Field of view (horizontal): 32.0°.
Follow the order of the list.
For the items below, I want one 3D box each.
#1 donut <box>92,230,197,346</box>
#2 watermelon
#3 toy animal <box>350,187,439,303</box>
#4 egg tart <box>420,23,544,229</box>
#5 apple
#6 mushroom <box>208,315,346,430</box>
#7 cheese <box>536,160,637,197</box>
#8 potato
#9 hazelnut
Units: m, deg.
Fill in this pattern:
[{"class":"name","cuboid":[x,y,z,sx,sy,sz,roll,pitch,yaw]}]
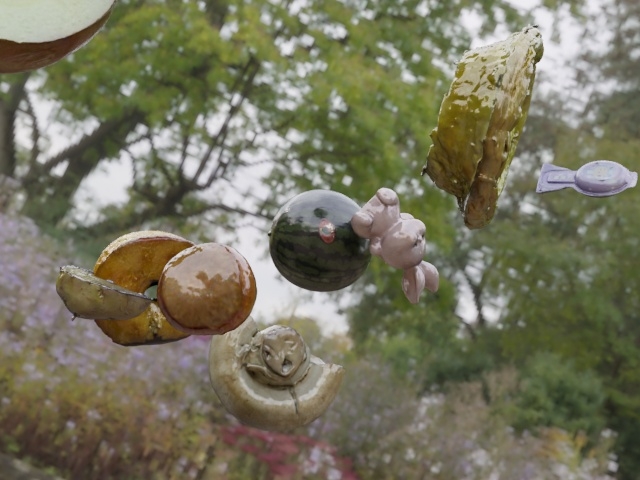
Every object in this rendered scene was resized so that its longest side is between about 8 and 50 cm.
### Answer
[{"class":"donut","cuboid":[-0.328,0.091,2.168,0.253,0.253,0.118,31,2,-35]},{"class":"watermelon","cuboid":[0.000,0.000,2.209,0.212,0.212,0.212,23,-10,4]},{"class":"toy animal","cuboid":[0.158,0.006,2.074,0.212,0.124,0.124,46,-10,2]},{"class":"egg tart","cuboid":[0.251,-0.186,1.740,0.132,0.345,0.345,19,-11,9]},{"class":"apple","cuboid":[-0.486,-0.366,1.829,0.346,0.179,0.254,-23,31,-38]},{"class":"mushroom","cuboid":[-0.091,0.247,2.017,0.254,0.189,0.195,26,-13,-2]},{"class":"cheese","cuboid":[0.523,-0.120,2.188,0.191,0.105,0.042,0,-50,22]},{"class":"potato","cuboid":[-0.402,0.112,1.981,0.172,0.089,0.100,22,4,16]},{"class":"hazelnut","cuboid":[-0.169,0.075,1.676,0.150,0.150,0.150,23,-10,4]}]
